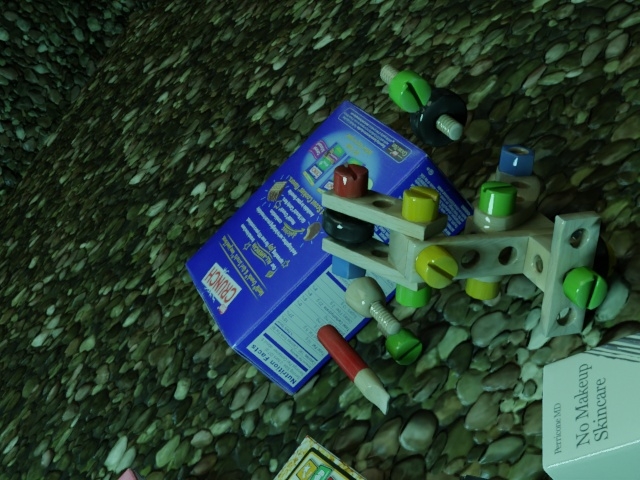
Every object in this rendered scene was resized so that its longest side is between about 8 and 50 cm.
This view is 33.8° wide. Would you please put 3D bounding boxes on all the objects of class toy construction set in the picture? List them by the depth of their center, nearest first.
[{"bbox_3d":[0.135,0.038,1.027,0.308,0.258,0.237,-61,37,15],"label":"toy construction set"}]

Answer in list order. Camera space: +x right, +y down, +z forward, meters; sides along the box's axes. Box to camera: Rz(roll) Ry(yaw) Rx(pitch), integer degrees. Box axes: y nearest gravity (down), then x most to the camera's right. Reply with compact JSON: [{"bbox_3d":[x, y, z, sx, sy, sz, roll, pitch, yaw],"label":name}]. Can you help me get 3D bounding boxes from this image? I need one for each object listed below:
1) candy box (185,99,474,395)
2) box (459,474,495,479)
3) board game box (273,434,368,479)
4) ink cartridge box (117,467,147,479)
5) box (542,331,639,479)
[{"bbox_3d":[0.000,0.000,1.327,0.317,0.122,0.268,-44,29,1],"label":"candy box"},{"bbox_3d":[0.160,0.270,0.795,0.180,0.077,0.147,-2,51,53],"label":"box"},{"bbox_3d":[-0.001,0.288,1.024,0.146,0.045,0.193,-51,28,-9],"label":"board game box"},{"bbox_3d":[-0.236,0.413,1.102,0.283,0.117,0.207,-47,28,-4],"label":"ink cartridge box"},{"bbox_3d":[0.306,0.115,0.783,0.275,0.094,0.113,-27,33,31],"label":"box"}]
